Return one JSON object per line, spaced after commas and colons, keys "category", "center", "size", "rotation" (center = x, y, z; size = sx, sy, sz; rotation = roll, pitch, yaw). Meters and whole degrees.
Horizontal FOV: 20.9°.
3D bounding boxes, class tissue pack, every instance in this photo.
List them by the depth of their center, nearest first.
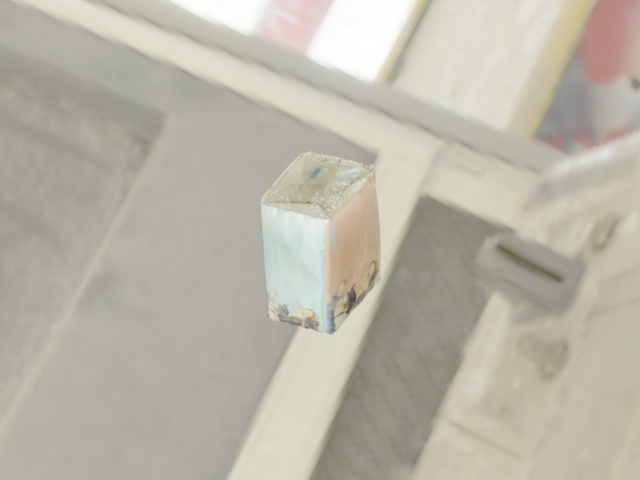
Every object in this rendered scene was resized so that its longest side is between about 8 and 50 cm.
{"category": "tissue pack", "center": [0.000, 0.000, 1.101], "size": [0.074, 0.058, 0.094], "rotation": [-50, -33, -44]}
